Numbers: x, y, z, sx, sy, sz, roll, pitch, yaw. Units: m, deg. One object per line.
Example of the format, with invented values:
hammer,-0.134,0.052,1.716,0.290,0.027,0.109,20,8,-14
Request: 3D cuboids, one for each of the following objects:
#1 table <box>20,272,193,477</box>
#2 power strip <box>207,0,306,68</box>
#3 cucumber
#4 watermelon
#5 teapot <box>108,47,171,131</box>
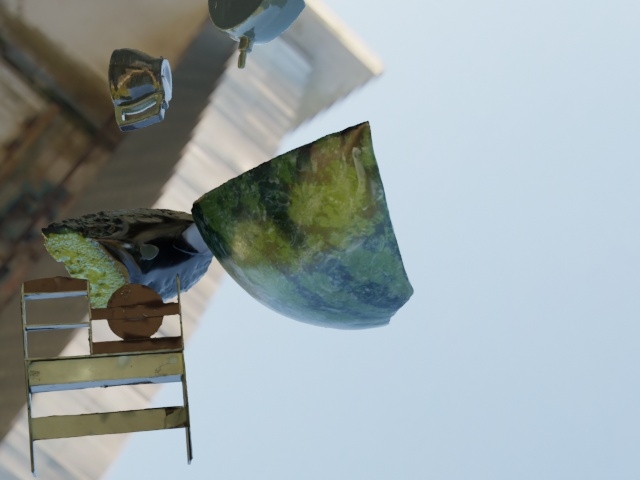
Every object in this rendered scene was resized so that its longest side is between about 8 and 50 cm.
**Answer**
table,-0.197,0.122,1.522,0.062,0.146,0.175,121,-35,-76
power strip,-0.074,-0.319,1.995,0.167,0.054,0.253,-38,-139,46
cucumber,-0.189,0.017,1.743,0.086,0.115,0.193,-19,177,36
watermelon,0.000,0.000,1.716,0.256,0.260,0.176,-3,-159,40
teapot,-0.178,-0.150,1.646,0.057,0.066,0.088,-4,-116,10
